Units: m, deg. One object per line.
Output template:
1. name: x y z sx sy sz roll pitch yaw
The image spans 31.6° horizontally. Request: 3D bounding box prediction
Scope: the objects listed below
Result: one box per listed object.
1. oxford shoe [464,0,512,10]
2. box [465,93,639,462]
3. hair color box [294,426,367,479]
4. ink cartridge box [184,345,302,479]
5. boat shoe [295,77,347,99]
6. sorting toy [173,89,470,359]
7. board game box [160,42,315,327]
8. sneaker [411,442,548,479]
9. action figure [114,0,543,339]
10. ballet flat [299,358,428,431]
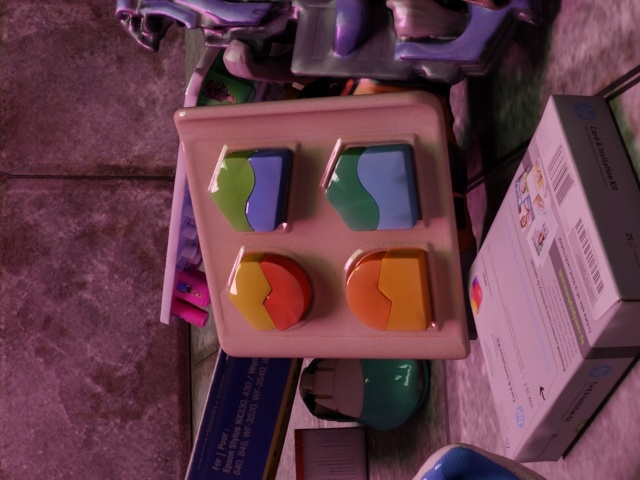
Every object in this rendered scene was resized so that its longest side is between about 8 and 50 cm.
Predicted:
1. oxford shoe: 0.135 -0.294 0.614 0.133 0.130 0.363 46 139 23
2. box: 0.141 0.028 0.682 0.186 0.038 0.145 107 160 -50
3. hair color box: 0.012 0.268 1.187 0.043 0.072 0.141 147 123 -74
4. ink cartridge box: -0.044 0.087 1.065 0.307 0.072 0.303 101 -177 -82
5. boat shoe: 0.008 -0.139 1.191 0.228 0.076 0.080 133 136 -72
6. sorting toy: 0.000 0.000 0.795 0.038 0.193 0.208 -57 -39 -58
7. board game box: -0.056 -0.151 1.175 0.390 0.050 0.390 107 -175 -53
8. sneaker: 0.099 0.245 0.516 0.322 0.130 0.236 -99 -10 -55
9. action figure: 0.011 -0.120 0.866 0.178 0.341 0.330 -11 -66 -61
10. ballet flat: 0.027 0.141 1.080 0.247 0.087 0.083 141 128 -74
